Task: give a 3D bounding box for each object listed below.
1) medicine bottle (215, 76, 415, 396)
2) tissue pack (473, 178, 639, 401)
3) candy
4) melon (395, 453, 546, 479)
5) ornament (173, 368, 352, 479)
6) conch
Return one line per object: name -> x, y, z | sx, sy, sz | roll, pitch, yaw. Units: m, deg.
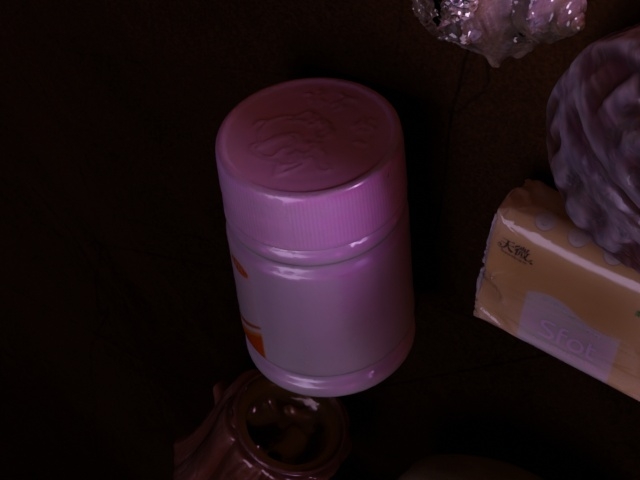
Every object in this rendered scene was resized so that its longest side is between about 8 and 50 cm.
medicine bottle -> 0.000, 0.000, 1.675 | 0.202, 0.202, 0.315 | 21, 140, 25
tissue pack -> 0.275, 0.052, 1.580 | 0.222, 0.090, 0.186 | 27, 141, 16
candy -> 0.306, -0.084, 1.329 | 0.214, 0.157, 0.289 | 59, 162, 10
melon -> 0.207, 0.398, 1.881 | 0.308, 0.272, 0.271 | 21, 141, 33
ornament -> -0.069, 0.293, 2.070 | 0.221, 0.235, 0.217 | 3, 147, -22
conch -> 0.140, -0.263, 1.354 | 0.245, 0.163, 0.178 | 40, 115, 29
